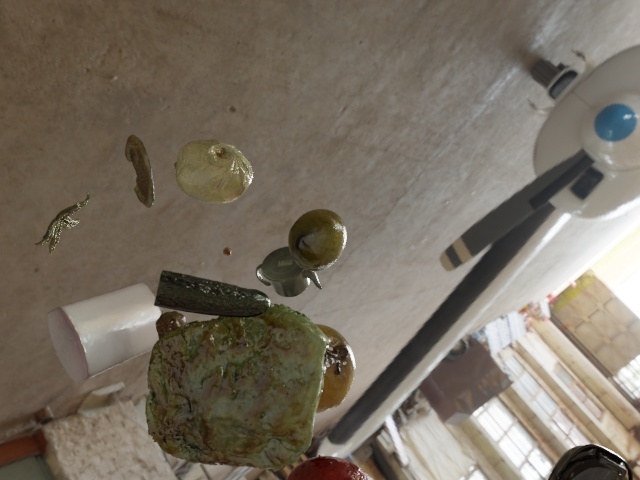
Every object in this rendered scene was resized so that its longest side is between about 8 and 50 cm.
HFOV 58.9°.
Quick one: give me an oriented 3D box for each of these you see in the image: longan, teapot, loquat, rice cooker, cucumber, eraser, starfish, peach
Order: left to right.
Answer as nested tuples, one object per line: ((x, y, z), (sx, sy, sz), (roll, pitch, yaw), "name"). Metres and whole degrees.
((-0.737, -0.054, 1.645), (0.208, 0.053, 0.176), (-50, -179, -5), "starfish")
((-0.498, 0.211, 1.355), (0.095, 0.174, 0.270), (-26, 177, 25), "eraser")
((-0.213, 0.116, 1.138), (0.241, 0.074, 0.074), (14, 130, -27), "cucumber")
((-0.113, 0.125, 1.935), (0.149, 0.239, 0.162), (71, 30, -42), "teapot")
((-0.043, 0.477, 2.091), (0.359, 0.328, 0.328), (-31, 167, 36), "loquat")
((0.000, 0.000, 1.418), (0.155, 0.145, 0.176), (-33, 155, 31), "longan")
((0.046, 0.824, 1.697), (0.370, 0.370, 0.370), (-34, 158, -16), "peach")
((0.448, 0.425, 0.958), (0.165, 0.112, 0.106), (-61, 170, -1), "rice cooker")

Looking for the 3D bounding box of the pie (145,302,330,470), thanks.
((-0.183, 0.340, 1.291), (0.418, 0.395, 0.180), (-1, -177, 9), "pie")

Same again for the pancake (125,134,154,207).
((-0.566, -0.218, 1.789), (0.029, 0.235, 0.212), (-18, -174, -31), "pancake")

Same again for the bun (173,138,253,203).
((-0.332, -0.231, 1.750), (0.244, 0.244, 0.153), (-19, 144, -42), "bun")

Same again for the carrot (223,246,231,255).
((-0.351, 0.044, 2.136), (0.035, 0.035, 0.142), (-37, -173, -7), "carrot")
